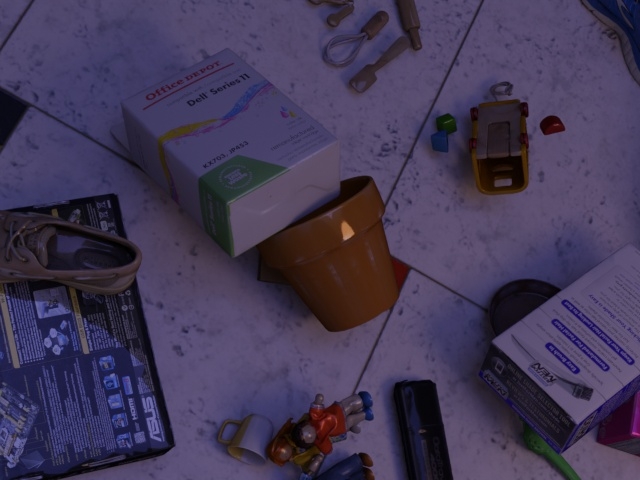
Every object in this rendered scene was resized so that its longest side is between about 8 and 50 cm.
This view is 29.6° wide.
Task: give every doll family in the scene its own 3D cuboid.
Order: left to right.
[{"bbox_3d":[0.001,0.348,1.821,0.163,0.118,0.263,-21,104,-31],"label":"doll family"}]

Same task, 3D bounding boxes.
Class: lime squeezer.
[{"bbox_3d":[0.375,0.281,1.987,0.110,0.059,0.310,-7,76,-20],"label":"lime squeezer"}]

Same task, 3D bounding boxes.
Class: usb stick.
[{"bbox_3d":[0.170,0.354,1.902,0.077,0.045,0.278,-3,75,-27],"label":"usb stick"}]

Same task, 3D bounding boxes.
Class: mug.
[{"bbox_3d":[-0.107,0.293,1.821,0.078,0.062,0.064,30,59,-15],"label":"mug"}]

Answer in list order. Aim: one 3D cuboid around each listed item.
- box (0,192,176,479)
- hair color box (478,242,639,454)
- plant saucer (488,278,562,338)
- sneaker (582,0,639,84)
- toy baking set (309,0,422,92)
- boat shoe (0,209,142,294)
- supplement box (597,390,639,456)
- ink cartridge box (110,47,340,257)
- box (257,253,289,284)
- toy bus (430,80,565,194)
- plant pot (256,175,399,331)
[{"bbox_3d":[-0.408,0.148,1.742,0.318,0.097,0.395,-11,77,-23],"label":"box"},{"bbox_3d":[0.438,0.166,1.928,0.339,0.110,0.185,-30,62,-29],"label":"hair color box"},{"bbox_3d":[0.357,0.141,2.016,0.168,0.029,0.168,6,56,-8],"label":"plant saucer"},{"bbox_3d":[0.591,-0.441,2.225,0.130,0.147,0.330,-32,86,-24],"label":"sneaker"},{"bbox_3d":[0.082,-0.379,2.103,0.196,0.030,0.256,-13,78,-19],"label":"toy baking set"},{"bbox_3d":[-0.400,0.007,1.684,0.302,0.098,0.109,12,68,-14],"label":"boat shoe"},{"bbox_3d":[0.589,0.309,2.020,0.220,0.114,0.111,20,69,-13],"label":"supplement box"},{"bbox_3d":[-0.156,-0.157,1.815,0.207,0.119,0.353,-31,53,-23],"label":"ink cartridge box"},{"bbox_3d":[0.000,0.000,1.962,0.201,0.021,0.164,8,73,-17],"label":"box"},{"bbox_3d":[0.308,-0.162,2.069,0.202,0.191,0.104,-31,129,-23],"label":"toy bus"},{"bbox_3d":[0.025,0.029,1.858,0.205,0.205,0.188,-31,104,-24],"label":"plant pot"}]
